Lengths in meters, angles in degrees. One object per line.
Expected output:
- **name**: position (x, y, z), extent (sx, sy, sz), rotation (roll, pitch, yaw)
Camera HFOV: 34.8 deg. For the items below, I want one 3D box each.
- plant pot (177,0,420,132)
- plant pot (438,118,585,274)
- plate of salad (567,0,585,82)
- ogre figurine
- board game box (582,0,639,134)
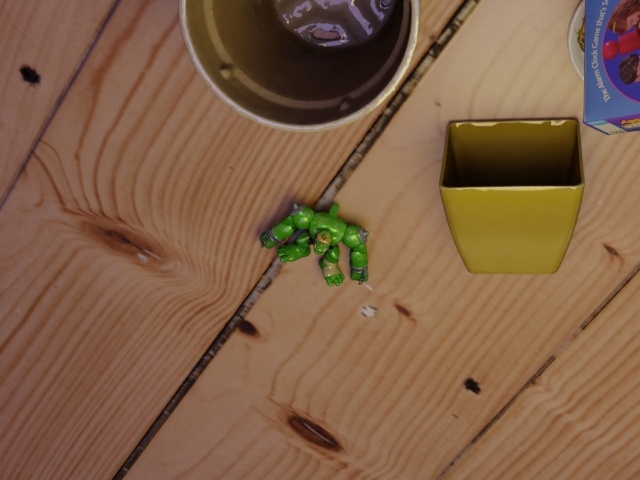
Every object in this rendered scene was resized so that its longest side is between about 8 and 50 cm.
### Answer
- **plant pot**: position (-0.005, -0.361, 1.505), extent (0.334, 0.305, 0.333), rotation (4, 113, 10)
- **plant pot**: position (0.307, -0.061, 1.629), extent (0.212, 0.212, 0.187), rotation (-1, 124, 12)
- **plate of salad**: position (0.483, -0.308, 1.568), extent (0.200, 0.048, 0.199), rotation (4, 112, 10)
- **ogre figurine**: position (0.000, 0.000, 1.771), extent (0.197, 0.097, 0.118), rotation (34, 133, 13)
- **board game box**: position (0.481, -0.333, 1.384), extent (0.233, 0.078, 0.347), rotation (-4, 79, 42)
